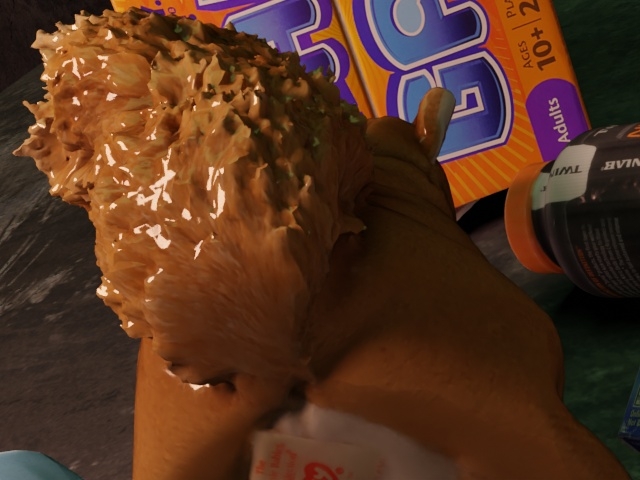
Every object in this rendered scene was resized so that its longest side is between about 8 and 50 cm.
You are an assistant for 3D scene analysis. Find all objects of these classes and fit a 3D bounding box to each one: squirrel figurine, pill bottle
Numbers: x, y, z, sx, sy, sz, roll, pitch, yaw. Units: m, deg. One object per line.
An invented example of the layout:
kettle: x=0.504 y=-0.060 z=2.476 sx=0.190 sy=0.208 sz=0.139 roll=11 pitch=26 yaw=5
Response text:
squirrel figurine: x=0.000 y=0.000 z=0.993 sx=0.281 sy=0.397 sz=0.370 roll=-24 pitch=29 yaw=20
pill bottle: x=0.253 y=-0.024 z=1.141 sx=0.246 sy=0.130 sz=0.130 roll=-5 pitch=28 yaw=45

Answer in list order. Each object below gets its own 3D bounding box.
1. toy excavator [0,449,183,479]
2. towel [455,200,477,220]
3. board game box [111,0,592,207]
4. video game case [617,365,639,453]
toy excavator: x=-0.223 y=0.243 z=0.855 sx=0.445 sy=0.433 sz=0.222 roll=30 pitch=53 yaw=33
towel: x=0.063 y=-0.016 z=1.507 sx=0.197 sy=0.029 sz=0.144 roll=-9 pitch=23 yaw=38
board game box: x=0.005 y=-0.215 z=1.516 sx=0.356 sy=0.356 sz=0.356 roll=-21 pitch=15 yaw=-2
video game case: x=0.318 y=0.020 z=0.879 sx=0.269 sy=0.061 sz=0.244 roll=1 pitch=62 yaw=48
